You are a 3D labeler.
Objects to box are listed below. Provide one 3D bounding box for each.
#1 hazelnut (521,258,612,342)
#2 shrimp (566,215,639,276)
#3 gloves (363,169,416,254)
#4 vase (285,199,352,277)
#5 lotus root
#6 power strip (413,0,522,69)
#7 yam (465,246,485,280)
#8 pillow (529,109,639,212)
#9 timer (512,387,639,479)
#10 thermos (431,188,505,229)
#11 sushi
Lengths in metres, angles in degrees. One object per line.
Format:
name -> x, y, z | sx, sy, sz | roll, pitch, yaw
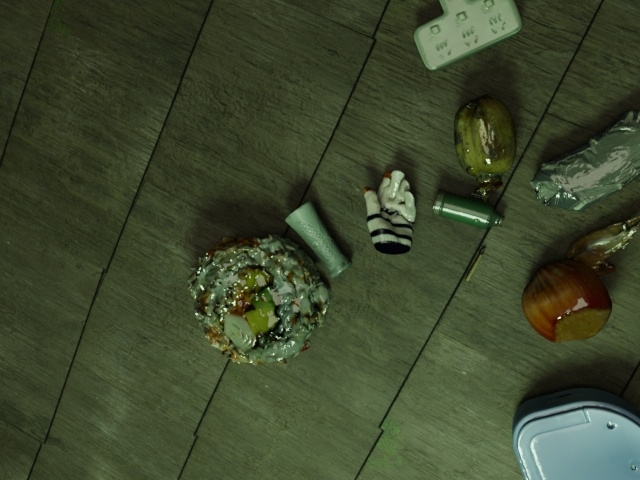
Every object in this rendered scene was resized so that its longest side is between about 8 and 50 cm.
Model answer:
hazelnut -> 0.632, 0.157, 1.598 | 0.186, 0.210, 0.210 | 31, 104, -14
shrimp -> 0.762, 0.007, 1.599 | 0.262, 0.066, 0.117 | -29, 103, 30
gloves -> 0.196, -0.081, 1.721 | 0.140, 0.131, 0.218 | -5, 64, 17
vase -> 0.000, 0.000, 1.788 | 0.096, 0.096, 0.219 | -37, 88, 15
lotus root -> 0.431, -0.237, 1.623 | 0.154, 0.154, 0.277 | -8, 93, 16
power strip -> 0.372, -0.583, 1.644 | 0.265, 0.059, 0.193 | -22, 90, 17
yam -> 0.426, 0.065, 1.718 | 0.014, 0.014, 0.107 | 28, 102, 11
pillow -> 0.700, -0.191, 1.578 | 0.335, 0.093, 0.161 | -34, 82, 16
timer -> 0.709, 0.566, 1.609 | 0.395, 0.173, 0.394 | 1, 95, 16
thermos -> 0.400, -0.079, 1.686 | 0.188, 0.083, 0.073 | 18, 121, 11
sushi -> -0.178, 0.175, 1.805 | 0.418, 0.176, 0.417 | 2, 96, 15
